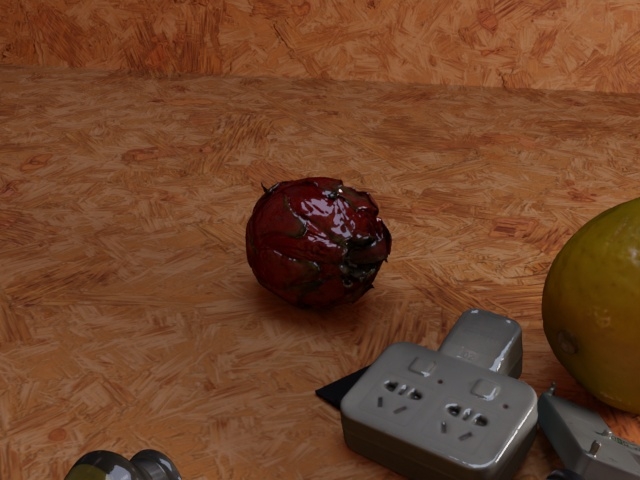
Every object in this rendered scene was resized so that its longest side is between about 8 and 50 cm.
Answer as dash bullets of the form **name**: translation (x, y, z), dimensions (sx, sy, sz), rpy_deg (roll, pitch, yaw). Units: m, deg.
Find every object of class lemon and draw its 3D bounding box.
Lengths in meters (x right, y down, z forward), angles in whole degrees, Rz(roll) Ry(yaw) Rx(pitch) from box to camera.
- **lemon**: translation (0.491, 0.093, 1.257), dimensions (0.348, 0.347, 0.348), rpy_deg (2, 25, -1)

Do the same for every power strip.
- **power strip**: translation (0.186, 0.228, 1.207), dimensions (0.230, 0.141, 0.261), rpy_deg (18, 43, 32)
- **power strip**: translation (0.370, 0.266, 1.132), dimensions (0.145, 0.061, 0.215), rpy_deg (23, 11, -5)

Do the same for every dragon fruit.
- **dragon fruit**: translation (0.000, 0.000, 1.511), dimensions (0.244, 0.244, 0.299), rpy_deg (-17, 13, -36)

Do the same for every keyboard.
- **keyboard**: translation (0.083, 0.208, 1.334), dimensions (0.196, 0.018, 0.060), rpy_deg (-18, 24, -37)

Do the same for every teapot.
- **teapot**: translation (-0.239, 0.302, 1.001), dimensions (0.166, 0.130, 0.119), rpy_deg (-19, -7, 35)

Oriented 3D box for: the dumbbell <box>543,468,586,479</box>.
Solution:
- **dumbbell**: translation (0.212, 0.334, 0.976), dimensions (0.255, 0.110, 0.110), rpy_deg (-13, 28, -18)
